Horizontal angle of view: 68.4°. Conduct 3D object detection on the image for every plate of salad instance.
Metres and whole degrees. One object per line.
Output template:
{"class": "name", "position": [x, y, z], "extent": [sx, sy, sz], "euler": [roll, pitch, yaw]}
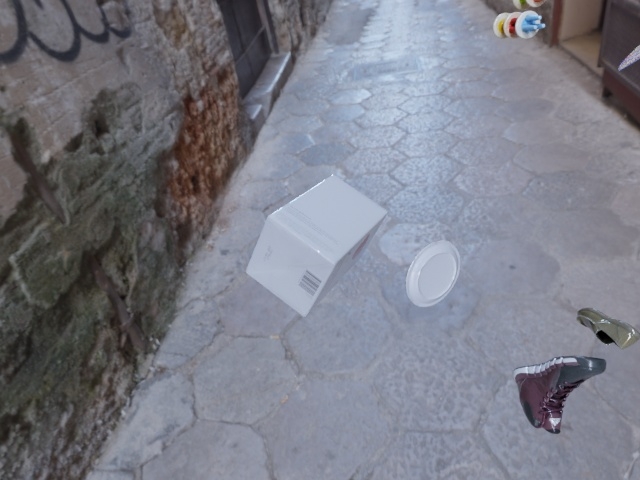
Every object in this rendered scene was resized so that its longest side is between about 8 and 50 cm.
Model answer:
{"class": "plate of salad", "position": [0.311, 0.091, 1.315], "extent": [0.200, 0.199, 0.048], "euler": [-27, 30, -20]}

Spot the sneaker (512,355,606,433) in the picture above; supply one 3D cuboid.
{"class": "sneaker", "position": [0.574, 0.371, 1.119], "extent": [0.107, 0.281, 0.162], "euler": [8, 65, -9]}

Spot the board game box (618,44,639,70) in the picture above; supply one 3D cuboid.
{"class": "board game box", "position": [0.450, -0.291, 0.601], "extent": [0.133, 0.033, 0.169], "euler": [-43, 0, -9]}

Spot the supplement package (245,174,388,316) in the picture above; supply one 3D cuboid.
{"class": "supplement package", "position": [0.000, 0.000, 1.095], "extent": [0.175, 0.177, 0.293], "euler": [35, 38, 11]}

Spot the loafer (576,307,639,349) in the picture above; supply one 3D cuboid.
{"class": "loafer", "position": [0.580, 0.181, 0.970], "extent": [0.050, 0.056, 0.148], "euler": [-46, 11, -4]}

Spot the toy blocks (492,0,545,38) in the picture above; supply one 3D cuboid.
{"class": "toy blocks", "position": [0.434, -0.476, 0.969], "extent": [0.054, 0.123, 0.148], "euler": [27, 17, -18]}
